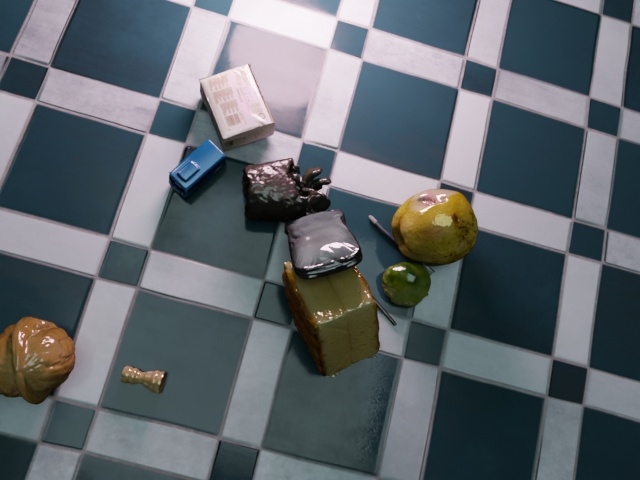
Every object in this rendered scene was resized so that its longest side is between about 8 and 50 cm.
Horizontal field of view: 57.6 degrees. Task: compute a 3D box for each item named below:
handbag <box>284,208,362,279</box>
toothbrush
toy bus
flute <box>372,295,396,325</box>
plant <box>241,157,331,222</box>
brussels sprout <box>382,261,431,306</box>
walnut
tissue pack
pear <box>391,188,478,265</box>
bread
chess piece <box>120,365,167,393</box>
[{"bbox_3d":[0.000,-0.001,1.673,0.192,0.332,0.075,-17,119,-2],"label":"handbag"},{"bbox_3d":[0.268,0.016,1.955,0.288,0.024,0.026,42,89,2],"label":"toothbrush"},{"bbox_3d":[-0.398,-0.229,1.872,0.090,0.106,0.184,44,75,1],"label":"toy bus"},{"bbox_3d":[0.159,0.175,1.907,0.014,0.014,0.269,-39,85,-15],"label":"flute"},{"bbox_3d":[-0.109,-0.158,1.852,0.276,0.199,0.188,0,71,-10],"label":"plant"},{"bbox_3d":[0.283,0.136,1.877,0.152,0.122,0.149,-28,80,-14],"label":"brussels sprout"},{"bbox_3d":[-0.801,0.332,1.607,0.225,0.257,0.257,-7,78,-11],"label":"walnut"},{"bbox_3d":[-0.276,-0.439,1.928,0.185,0.124,0.225,-21,81,-13],"label":"tissue pack"},{"bbox_3d":[0.363,-0.043,1.865,0.271,0.271,0.271,2,77,-8],"label":"pear"},{"bbox_3d":[0.031,0.200,1.703,0.207,0.279,0.279,-21,45,-10],"label":"bread"},{"bbox_3d":[-0.526,0.408,1.731,0.122,0.066,0.066,14,75,1],"label":"chess piece"}]
